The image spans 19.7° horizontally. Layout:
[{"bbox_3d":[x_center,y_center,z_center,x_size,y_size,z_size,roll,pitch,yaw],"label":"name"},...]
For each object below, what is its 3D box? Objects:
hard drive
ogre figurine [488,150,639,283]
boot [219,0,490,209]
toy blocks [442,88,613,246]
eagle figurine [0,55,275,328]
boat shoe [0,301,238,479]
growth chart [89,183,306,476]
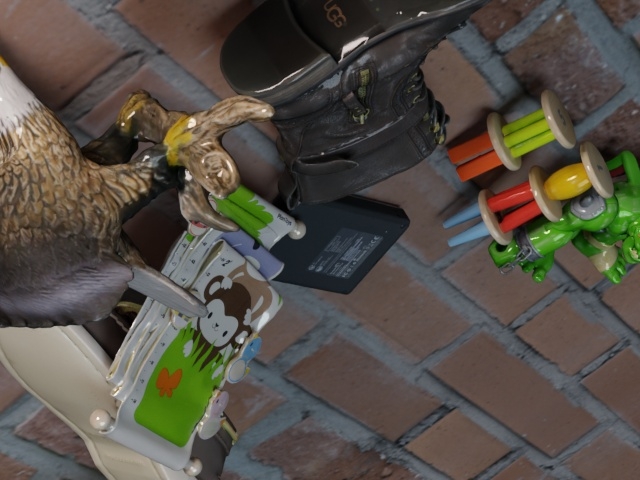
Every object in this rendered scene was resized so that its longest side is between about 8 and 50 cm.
[{"bbox_3d":[0.000,0.000,1.538,0.135,0.022,0.094,13,127,-46],"label":"hard drive"},{"bbox_3d":[0.253,-0.017,1.653,0.197,0.097,0.118,13,147,-27],"label":"ogre figurine"},{"bbox_3d":[0.057,-0.130,1.368,0.263,0.091,0.229,-26,153,7],"label":"boot"},{"bbox_3d":[0.154,-0.052,1.551,0.148,0.054,0.123,-25,130,23],"label":"toy blocks"},{"bbox_3d":[-0.210,-0.028,1.209,0.298,0.225,0.226,-25,157,-27],"label":"eagle figurine"},{"bbox_3d":[-0.160,0.110,1.490,0.097,0.116,0.324,-62,141,-28],"label":"boat shoe"},{"bbox_3d":[-0.091,0.067,1.434,0.172,0.021,0.237,23,92,-55],"label":"growth chart"}]
